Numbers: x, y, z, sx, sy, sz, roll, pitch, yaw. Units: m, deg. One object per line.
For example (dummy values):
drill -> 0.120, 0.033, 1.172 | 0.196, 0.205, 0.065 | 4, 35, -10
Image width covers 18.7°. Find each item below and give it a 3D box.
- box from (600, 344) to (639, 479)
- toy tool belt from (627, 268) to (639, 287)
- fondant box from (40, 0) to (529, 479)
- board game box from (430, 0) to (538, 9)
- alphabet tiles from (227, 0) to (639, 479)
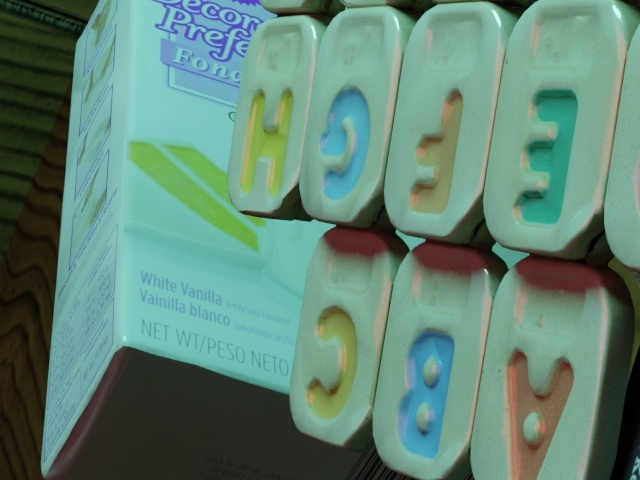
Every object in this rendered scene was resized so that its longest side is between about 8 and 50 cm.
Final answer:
box -> 0.214, 0.034, 0.392 | 0.312, 0.179, 0.343 | -174, 101, -73
toy tool belt -> 0.154, 0.003, 0.803 | 0.051, 0.052, 0.083 | 115, 162, -46
fondant box -> 0.000, 0.000, 0.950 | 0.330, 0.238, 0.096 | -95, 29, -50
board game box -> 0.101, -0.106, 0.723 | 0.124, 0.259, 0.039 | -53, 11, 45
alphabet tiles -> 0.046, -0.068, 0.565 | 0.284, 0.021, 0.278 | 10, 91, 62
